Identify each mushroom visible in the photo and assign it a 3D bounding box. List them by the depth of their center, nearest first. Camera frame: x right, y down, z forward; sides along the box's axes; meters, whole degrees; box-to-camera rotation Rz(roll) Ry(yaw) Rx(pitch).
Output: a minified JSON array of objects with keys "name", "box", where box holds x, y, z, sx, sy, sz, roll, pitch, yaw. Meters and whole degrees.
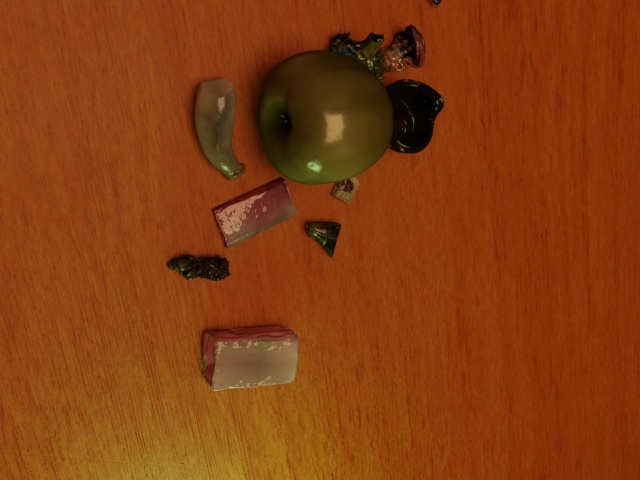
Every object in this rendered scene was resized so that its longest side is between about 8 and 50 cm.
[{"name":"mushroom","box":[-0.267,-0.281,1.724,0.118,0.103,0.270,-14,118,-22]}]

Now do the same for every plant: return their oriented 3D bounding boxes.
[{"name":"plant","box":[-0.324,0.074,1.785,0.174,0.085,0.087,7,59,-27]}]

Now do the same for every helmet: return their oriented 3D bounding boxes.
[{"name":"helmet","box":[0.247,-0.361,1.931,0.189,0.193,0.216,-34,112,-28]}]

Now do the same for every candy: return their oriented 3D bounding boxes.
[{"name":"candy","box":[-0.203,0.332,1.893,0.265,0.116,0.156,1,104,-28]}]

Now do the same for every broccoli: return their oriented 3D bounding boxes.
[{"name":"broccoli","box":[0.114,-0.516,1.837,0.154,0.167,0.160,7,141,-31]}]

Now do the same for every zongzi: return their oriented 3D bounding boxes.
[{"name":"zongzi","box":[0.000,0.000,1.965,0.109,0.055,0.119,1,113,-27]}]

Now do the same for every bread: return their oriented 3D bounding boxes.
[{"name":"bread","box":[0.079,-0.158,1.979,0.070,0.035,0.083,29,84,-33]}]

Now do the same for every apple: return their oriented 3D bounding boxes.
[{"name":"apple","box":[0.011,-0.321,1.732,0.357,0.357,0.357,-7,105,-28]}]

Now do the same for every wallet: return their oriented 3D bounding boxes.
[{"name":"wallet","box":[-0.183,-0.080,1.855,0.232,0.025,0.119,-27,114,-21]}]

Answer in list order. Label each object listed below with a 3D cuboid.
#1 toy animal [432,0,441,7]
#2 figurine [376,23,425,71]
[{"name":"toy animal","box":[0.275,-0.769,1.942,0.216,0.041,0.075,20,93,-27]},{"name":"figurine","box":[0.240,-0.548,1.944,0.157,0.126,0.114,-40,164,11]}]
